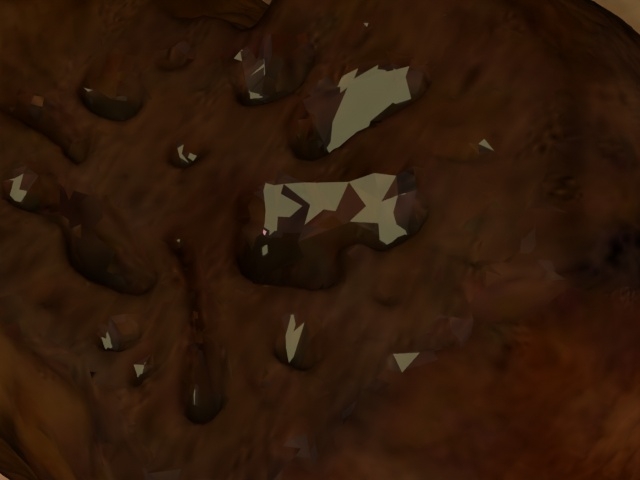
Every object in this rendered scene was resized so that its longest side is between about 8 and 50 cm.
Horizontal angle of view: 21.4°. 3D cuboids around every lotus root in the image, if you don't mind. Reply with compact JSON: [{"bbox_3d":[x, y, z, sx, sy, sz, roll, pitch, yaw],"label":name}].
[{"bbox_3d":[0.000,0.000,0.585,0.316,0.250,0.316,-3,75,11],"label":"lotus root"}]
